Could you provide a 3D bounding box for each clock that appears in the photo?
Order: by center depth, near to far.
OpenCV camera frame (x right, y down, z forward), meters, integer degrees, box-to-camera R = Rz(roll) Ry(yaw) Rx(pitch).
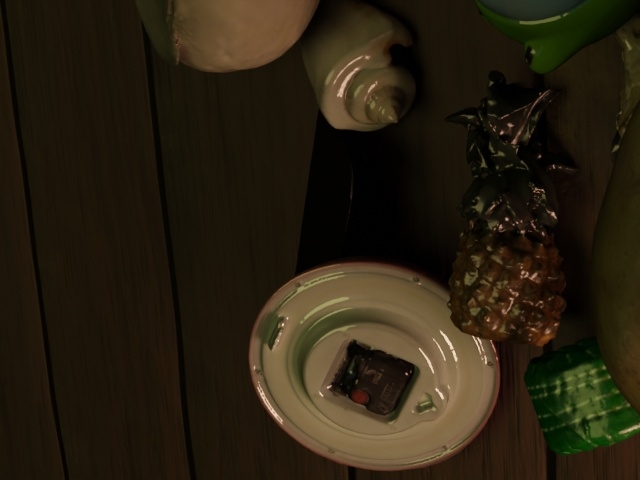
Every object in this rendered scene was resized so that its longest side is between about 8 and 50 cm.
[{"bbox_3d":[0.050,0.119,1.798,0.244,0.056,0.244,4,123,7],"label":"clock"}]

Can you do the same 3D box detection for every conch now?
[{"bbox_3d":[0.033,-0.172,1.783,0.104,0.094,0.176,91,166,-45],"label":"conch"}]

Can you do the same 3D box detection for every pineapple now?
[{"bbox_3d":[0.163,-0.030,1.660,0.119,0.111,0.237,5,105,15],"label":"pineapple"}]

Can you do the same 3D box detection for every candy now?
[{"bbox_3d":[-0.086,-0.291,1.748,0.295,0.185,0.295,170,90,-76],"label":"candy"}]

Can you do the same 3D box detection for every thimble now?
[{"bbox_3d":[0.242,0.128,1.625,0.130,0.118,0.090,-20,87,26],"label":"thimble"}]

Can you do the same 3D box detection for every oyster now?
[{"bbox_3d":[0.262,-0.100,1.525,0.191,0.081,0.163,69,154,21],"label":"oyster"}]

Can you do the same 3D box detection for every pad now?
[{"bbox_3d":[0.000,0.000,1.867,0.181,0.004,0.267,-106,20,-53],"label":"pad"}]

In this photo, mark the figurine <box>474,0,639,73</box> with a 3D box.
[{"bbox_3d":[0.207,-0.262,1.464,0.162,0.143,0.263,51,122,42],"label":"figurine"}]

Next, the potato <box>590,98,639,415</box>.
[{"bbox_3d":[0.310,0.016,1.380,0.221,0.243,0.326,19,124,19],"label":"potato"}]
